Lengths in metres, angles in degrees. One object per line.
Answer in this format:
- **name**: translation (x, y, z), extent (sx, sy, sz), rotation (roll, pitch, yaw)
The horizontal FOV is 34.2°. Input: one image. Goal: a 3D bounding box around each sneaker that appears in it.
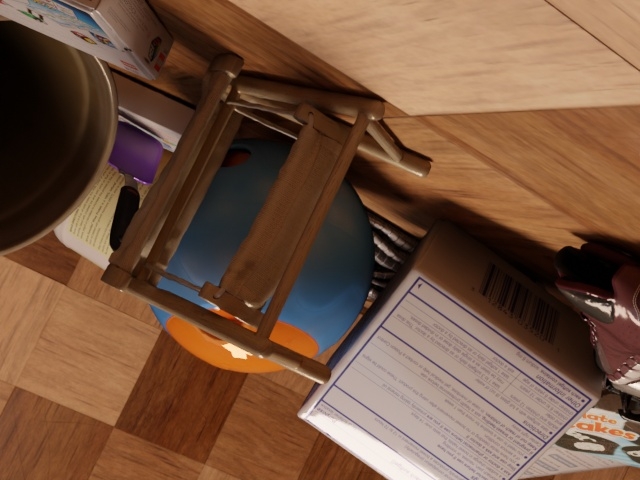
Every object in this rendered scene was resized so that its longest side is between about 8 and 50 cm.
- **sneaker**: translation (0.310, 0.064, 1.104), extent (0.162, 0.106, 0.281), rotation (35, 168, 4)

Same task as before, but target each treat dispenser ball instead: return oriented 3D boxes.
- **treat dispenser ball**: translation (-0.077, 0.017, 1.272), extent (0.288, 0.288, 0.288), rotation (25, 173, 3)

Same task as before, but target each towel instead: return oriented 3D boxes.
- **towel**: translation (0.000, 0.000, 1.580), extent (0.283, 0.121, 0.235), rotation (30, 171, -31)

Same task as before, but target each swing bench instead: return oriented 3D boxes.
- **swing bench**: translation (-0.071, -0.030, 1.028), extent (0.254, 0.253, 0.165), rotation (22, 172, 27)

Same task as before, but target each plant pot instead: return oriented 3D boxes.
- **plant pot**: translation (-0.451, -0.179, 1.257), extent (0.280, 0.323, 0.323), rotation (40, -177, 36)

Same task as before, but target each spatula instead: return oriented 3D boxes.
- **spatula**: translation (-0.241, -0.067, 1.304), extent (0.084, 0.030, 0.296), rotation (31, -157, -22)

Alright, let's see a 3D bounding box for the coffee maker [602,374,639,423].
- **coffee maker**: translation (0.457, 0.164, 1.265), extent (0.178, 0.120, 0.171), rotation (23, -153, 32)

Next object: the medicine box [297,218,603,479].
- **medicine box**: translation (0.164, 0.172, 1.311), extent (0.263, 0.289, 0.149), rotation (36, -148, 0)

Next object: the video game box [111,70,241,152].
- **video game box**: translation (-0.200, -0.155, 1.439), extent (0.205, 0.048, 0.187), rotation (25, 172, 6)

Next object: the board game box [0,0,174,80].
- **board game box**: translation (-0.304, -0.258, 0.989), extent (0.305, 0.053, 0.193), rotation (25, 174, 9)

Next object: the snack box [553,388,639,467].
- **snack box**: translation (0.364, 0.239, 1.446), extent (0.322, 0.060, 0.187), rotation (12, 152, 15)

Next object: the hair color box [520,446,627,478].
- **hair color box**: translation (0.410, 0.298, 1.677), extent (0.374, 0.113, 0.185), rotation (-16, 149, 31)

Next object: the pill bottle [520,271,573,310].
- **pill bottle**: translation (0.241, 0.086, 1.411), extent (0.184, 0.103, 0.103), rotation (25, 173, 7)

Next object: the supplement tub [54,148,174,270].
- **supplement tub**: translation (-0.292, -0.048, 1.728), extent (0.325, 0.235, 0.235), rotation (32, 174, 6)
